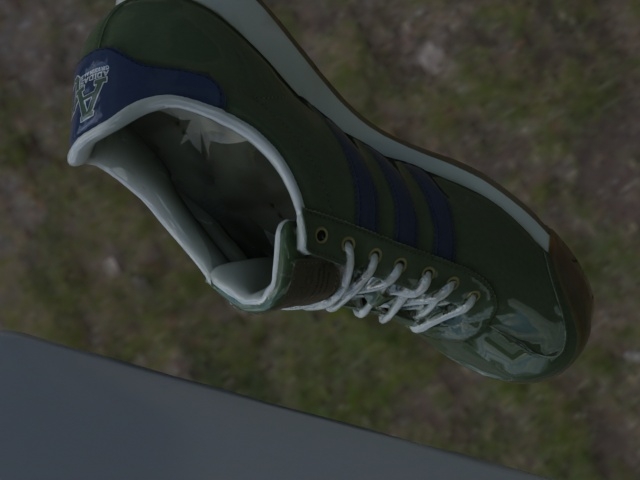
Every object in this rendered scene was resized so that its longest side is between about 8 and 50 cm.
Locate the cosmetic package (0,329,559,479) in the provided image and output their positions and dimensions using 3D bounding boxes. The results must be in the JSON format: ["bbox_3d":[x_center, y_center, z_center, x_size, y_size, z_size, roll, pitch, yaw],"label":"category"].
[{"bbox_3d":[0.096,0.191,0.323,0.453,0.161,0.230,13,110,18],"label":"cosmetic package"}]

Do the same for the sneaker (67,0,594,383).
[{"bbox_3d":[0.000,0.000,0.589,0.192,0.086,0.064,39,131,-14],"label":"sneaker"}]
